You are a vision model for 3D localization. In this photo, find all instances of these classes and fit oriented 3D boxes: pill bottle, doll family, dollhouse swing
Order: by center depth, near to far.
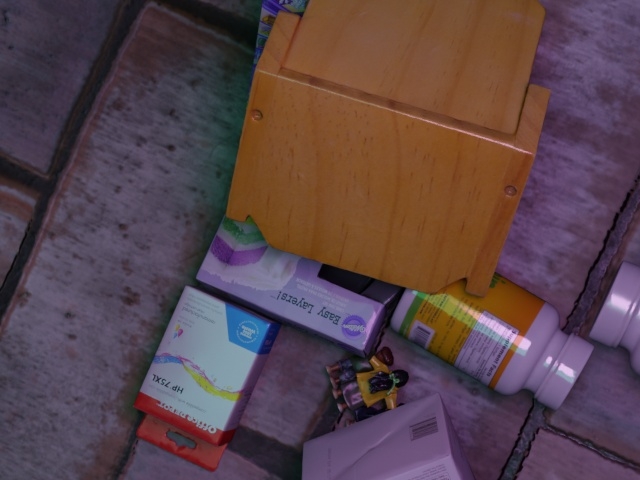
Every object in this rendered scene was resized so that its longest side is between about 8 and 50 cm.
[{"bbox_3d":[0.490,0.129,1.832,0.272,0.152,0.152,25,91,9],"label":"pill bottle"},{"bbox_3d":[0.099,-0.165,1.847,0.347,0.305,0.315,16,125,2],"label":"dollhouse swing"},{"bbox_3d":[0.228,0.118,1.881,0.246,0.136,0.136,31,91,10],"label":"pill bottle"},{"bbox_3d":[0.085,0.227,1.934,0.111,0.076,0.193,-20,88,3],"label":"doll family"}]

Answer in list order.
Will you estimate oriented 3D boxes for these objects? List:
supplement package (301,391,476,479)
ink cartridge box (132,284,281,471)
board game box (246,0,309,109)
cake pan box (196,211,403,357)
[{"bbox_3d":[0.115,0.373,1.813,0.198,0.199,0.262,-21,105,7],"label":"supplement package"},{"bbox_3d":[-0.164,0.192,1.969,0.134,0.078,0.231,23,91,10],"label":"ink cartridge box"},{"bbox_3d":[0.089,-0.257,1.927,0.347,0.078,0.233,8,84,1],"label":"board game box"},{"bbox_3d":[0.000,0.000,1.943,0.267,0.070,0.245,24,83,11],"label":"cake pan box"}]
